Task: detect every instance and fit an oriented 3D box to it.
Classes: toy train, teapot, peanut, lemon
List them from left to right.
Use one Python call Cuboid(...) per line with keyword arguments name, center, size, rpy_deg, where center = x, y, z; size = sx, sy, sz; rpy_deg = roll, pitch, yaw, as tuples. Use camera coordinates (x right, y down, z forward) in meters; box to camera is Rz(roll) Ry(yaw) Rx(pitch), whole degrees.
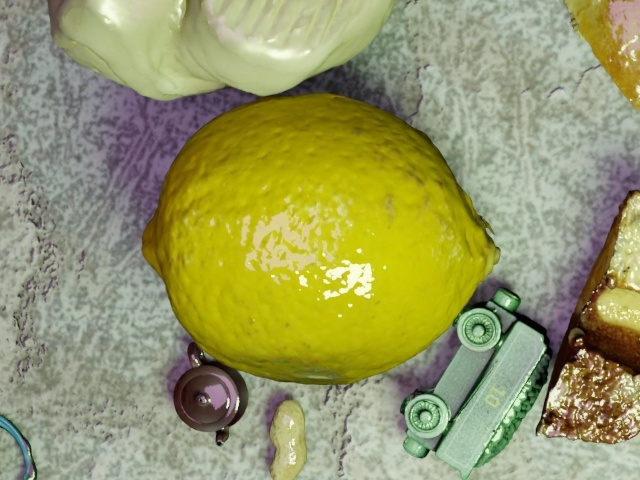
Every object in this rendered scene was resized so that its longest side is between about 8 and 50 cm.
Cuboid(name="teapot", center=(-0.105, 0.143, 1.711), size=(0.068, 0.045, 0.100), rpy_deg=(-20, 87, 15))
Cuboid(name="peanut", center=(-0.030, 0.188, 1.693), size=(0.037, 0.037, 0.083), rpy_deg=(3, 90, 17))
Cuboid(name="lemon", center=(0.000, 0.000, 1.571), size=(0.310, 0.253, 0.253), rpy_deg=(3, 93, 2))
Cuboid(name="toy train", center=(0.141, 0.128, 1.624), size=(0.099, 0.070, 0.172), rpy_deg=(32, 99, 7))

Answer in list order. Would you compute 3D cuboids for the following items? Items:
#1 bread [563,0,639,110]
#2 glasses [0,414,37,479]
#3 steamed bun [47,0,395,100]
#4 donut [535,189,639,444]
Cuboid(name="bread", center=(0.272, -0.179, 1.583), size=(0.154, 0.054, 0.136), rpy_deg=(-3, 93, 20))
Cuboid(name="glasses", center=(-0.288, 0.271, 1.721), size=(0.102, 0.207, 0.239), rpy_deg=(-21, 86, -20))
Cuboid(name="steamed bun", center=(-0.108, -0.278, 1.597), size=(0.352, 0.247, 0.339), rpy_deg=(4, 76, -18))
Cuboid(name="donut", center=(0.259, 0.067, 1.552), size=(0.085, 0.141, 0.217), rpy_deg=(20, 98, 6))
